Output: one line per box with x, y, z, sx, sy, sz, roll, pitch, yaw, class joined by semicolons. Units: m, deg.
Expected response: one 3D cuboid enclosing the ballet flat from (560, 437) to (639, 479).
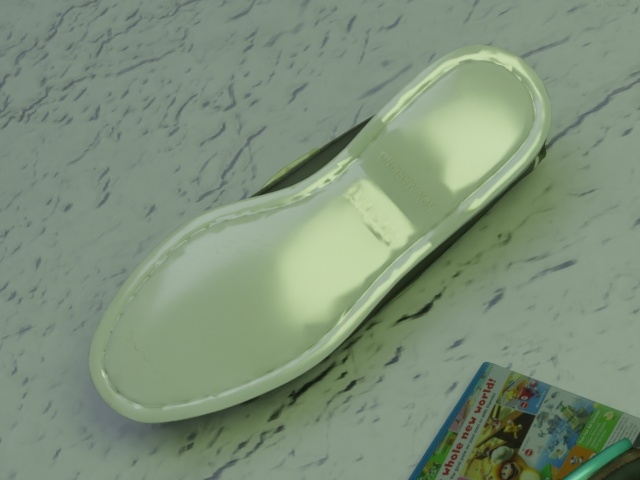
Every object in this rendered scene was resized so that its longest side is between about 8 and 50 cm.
0.057;0.205;0.776;0.280;0.095;0.096;-36;74;11;ballet flat

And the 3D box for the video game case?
0.123;0.136;0.847;0.166;0.015;0.119;19;65;37;video game case

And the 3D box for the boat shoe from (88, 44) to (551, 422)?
0.003;0.004;0.967;0.305;0.091;0.109;-37;83;-2;boat shoe
